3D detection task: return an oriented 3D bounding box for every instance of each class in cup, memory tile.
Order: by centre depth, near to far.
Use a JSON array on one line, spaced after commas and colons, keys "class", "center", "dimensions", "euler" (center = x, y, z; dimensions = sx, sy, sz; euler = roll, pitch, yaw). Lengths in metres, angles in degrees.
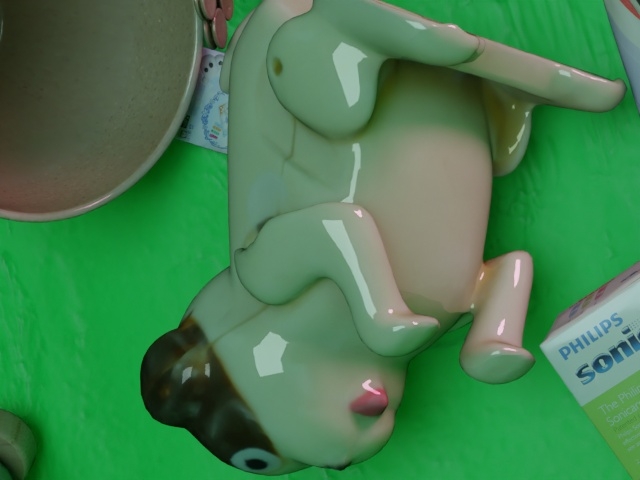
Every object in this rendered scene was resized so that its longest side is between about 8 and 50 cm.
[{"class": "memory tile", "center": [-0.096, -0.253, 1.635], "dimensions": [0.012, 0.113, 0.148], "euler": [-4, 52, 15]}, {"class": "cup", "center": [-0.308, -0.195, 1.659], "dimensions": [0.237, 0.331, 0.331], "euler": [12, 92, 48]}]

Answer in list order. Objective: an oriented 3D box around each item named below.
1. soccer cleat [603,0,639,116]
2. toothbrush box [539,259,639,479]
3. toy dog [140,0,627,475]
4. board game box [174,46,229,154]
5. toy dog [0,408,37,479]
[{"class": "soccer cleat", "center": [0.300, -0.140, 1.515], "dimensions": [0.108, 0.116, 0.318], "euler": [-18, 98, -3]}, {"class": "toothbrush box", "center": [0.339, 0.130, 1.434], "dimensions": [0.206, 0.122, 0.283], "euler": [-36, 90, 16]}, {"class": "toy dog", "center": [0.000, 0.000, 1.523], "dimensions": [0.395, 0.284, 0.408], "euler": [22, 97, 34]}, {"class": "board game box", "center": [-0.081, -0.124, 1.696], "dimensions": [0.090, 0.020, 0.090], "euler": [18, 94, 21]}, {"class": "toy dog", "center": [-0.413, 0.258, 1.742], "dimensions": [0.333, 0.220, 0.161], "euler": [11, 123, 29]}]
